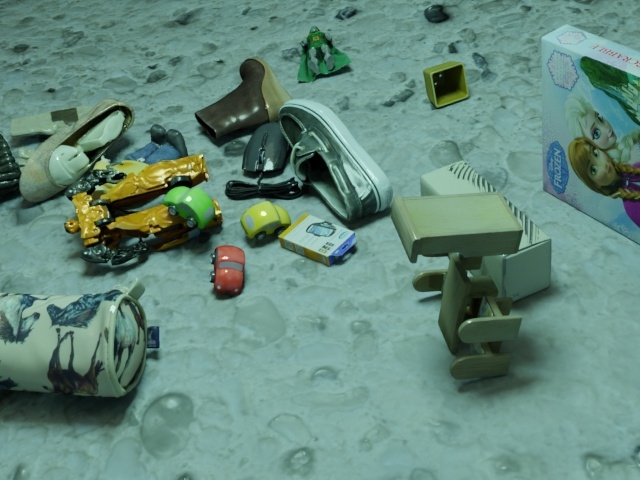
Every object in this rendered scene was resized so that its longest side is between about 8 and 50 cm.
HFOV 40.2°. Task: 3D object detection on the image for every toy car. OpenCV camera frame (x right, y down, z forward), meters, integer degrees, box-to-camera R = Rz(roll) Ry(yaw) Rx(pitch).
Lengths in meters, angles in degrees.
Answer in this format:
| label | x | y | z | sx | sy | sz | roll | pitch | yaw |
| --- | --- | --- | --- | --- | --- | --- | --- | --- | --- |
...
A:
| label | x | y | z | sx | sy | sz | roll | pitch | yaw |
| --- | --- | --- | --- | --- | --- | --- | --- | --- | --- |
| toy car | -0.187 | -0.036 | 1.597 | 0.225 | 0.053 | 0.239 | 32 | 49 | 6 |

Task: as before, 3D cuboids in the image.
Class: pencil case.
| label | x | y | z | sx | sy | sz | roll | pitch | yaw |
| --- | --- | --- | --- | --- | --- | --- | --- | --- | --- |
| pencil case | -0.477 | 0.153 | 1.417 | 0.410 | 0.160 | 0.183 | 1 | 56 | 16 |

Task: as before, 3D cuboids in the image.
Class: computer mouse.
| label | x | y | z | sx | sy | sz | roll | pitch | yaw |
| --- | --- | --- | --- | --- | --- | --- | --- | --- | --- |
| computer mouse | -0.082 | -0.181 | 1.823 | 0.184 | 0.060 | 0.262 | 4 | 41 | 20 |

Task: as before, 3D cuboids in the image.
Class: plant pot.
| label | x | y | z | sx | sy | sz | roll | pitch | yaw |
| --- | --- | --- | --- | --- | --- | --- | --- | --- | --- |
| plant pot | 0.269 | -0.353 | 1.940 | 0.082 | 0.081 | 0.083 | -20 | 27 | -11 |

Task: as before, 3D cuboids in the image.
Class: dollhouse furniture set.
| label | x | y | z | sx | sy | sz | roll | pitch | yaw |
| --- | --- | --- | --- | --- | --- | --- | --- | --- | --- |
| dollhouse furniture set | 0.186 | 0.057 | 1.302 | 0.161 | 0.242 | 0.212 | -4 | 37 | -11 |

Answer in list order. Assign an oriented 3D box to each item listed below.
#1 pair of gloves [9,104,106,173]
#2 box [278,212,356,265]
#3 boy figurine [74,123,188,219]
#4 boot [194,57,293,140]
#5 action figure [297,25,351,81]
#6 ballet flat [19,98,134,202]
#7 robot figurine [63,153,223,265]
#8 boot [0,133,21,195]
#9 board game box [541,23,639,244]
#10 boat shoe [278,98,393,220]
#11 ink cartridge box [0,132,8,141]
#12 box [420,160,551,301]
| label | x | y | z | sx | sy | sz | roll | pitch | yaw |
| --- | --- | --- | --- | --- | --- | --- | --- | --- | --- |
| pair of gloves | -0.611 | -0.236 | 2.040 | 0.204 | 0.042 | 0.240 | -16 | 43 | -14 |
| box | 0.000 | 0.000 | 1.602 | 0.136 | 0.028 | 0.081 | 24 | 50 | 33 |
| boy figurine | -0.414 | -0.137 | 1.829 | 0.177 | 0.092 | 0.285 | 22 | 45 | 31 |
| boot | -0.197 | -0.331 | 2.015 | 0.207 | 0.090 | 0.248 | -22 | 43 | -17 |
| action figure | -0.006 | -0.480 | 2.185 | 0.137 | 0.063 | 0.232 | -14 | 34 | 2 |
| ballet flat | -0.518 | -0.201 | 1.888 | 0.106 | 0.107 | 0.316 | 9 | 53 | 42 |
| robot figurine | -0.345 | -0.057 | 1.684 | 0.291 | 0.085 | 0.211 | -17 | 67 | -7 |
| boot | -0.830 | -0.187 | 1.913 | 0.260 | 0.131 | 0.348 | -33 | 70 | -18 |
| board game box | 0.499 | -0.159 | 1.441 | 0.066 | 0.318 | 0.318 | -28 | 40 | -20 |
| boat shoe | 0.000 | -0.165 | 1.697 | 0.119 | 0.121 | 0.335 | -24 | 50 | -27 |
| ink cartridge box | -0.863 | -0.216 | 2.073 | 0.206 | 0.045 | 0.208 | -30 | 44 | -22 |
| box | 0.276 | -0.019 | 1.490 | 0.094 | 0.113 | 0.275 | -21 | 40 | -14 |
